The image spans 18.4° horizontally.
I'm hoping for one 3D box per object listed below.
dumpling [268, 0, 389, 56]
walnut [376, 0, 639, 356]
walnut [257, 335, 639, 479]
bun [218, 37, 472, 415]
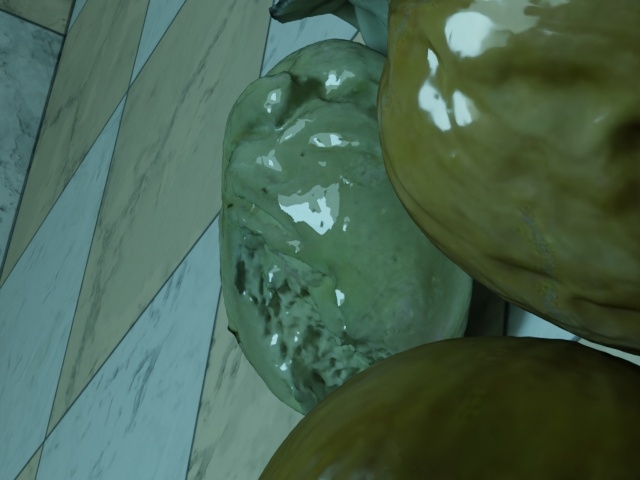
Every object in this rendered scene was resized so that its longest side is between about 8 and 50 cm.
[{"bbox_3d":[0.054,-0.153,1.163,0.247,0.172,0.142,180,81,-78],"label":"dumpling"},{"bbox_3d":[0.129,-0.056,0.703,0.195,0.222,0.195,15,-90,-81],"label":"walnut"},{"bbox_3d":[0.046,0.177,0.709,0.298,0.203,0.203,-65,16,-3],"label":"walnut"},{"bbox_3d":[0.000,0.000,1.109,0.237,0.116,0.210,-126,34,-58],"label":"bun"}]
